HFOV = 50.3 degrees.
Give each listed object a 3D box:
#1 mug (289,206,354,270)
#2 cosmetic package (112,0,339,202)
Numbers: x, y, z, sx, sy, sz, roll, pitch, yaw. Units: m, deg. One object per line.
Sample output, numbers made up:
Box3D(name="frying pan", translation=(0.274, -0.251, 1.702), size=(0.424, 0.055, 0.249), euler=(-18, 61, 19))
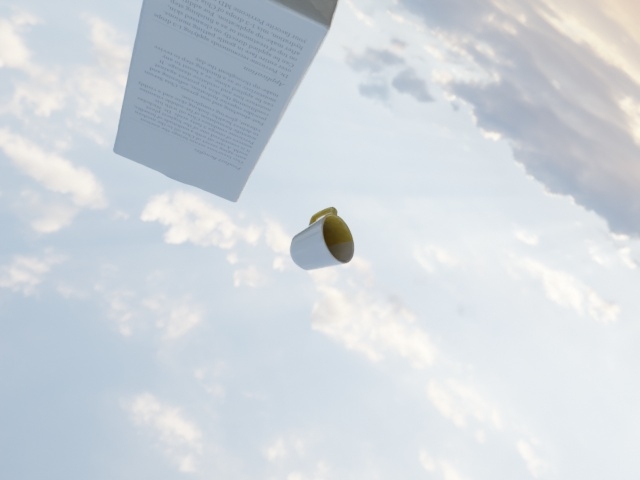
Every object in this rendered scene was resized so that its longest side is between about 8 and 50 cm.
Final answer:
Box3D(name="mug", translation=(0.001, 0.004, 0.820), size=(0.062, 0.064, 0.078), euler=(60, -145, -11))
Box3D(name="cosmetic package", translation=(-0.150, -0.261, 1.014), size=(0.230, 0.453, 0.162), euler=(23, -122, -12))
